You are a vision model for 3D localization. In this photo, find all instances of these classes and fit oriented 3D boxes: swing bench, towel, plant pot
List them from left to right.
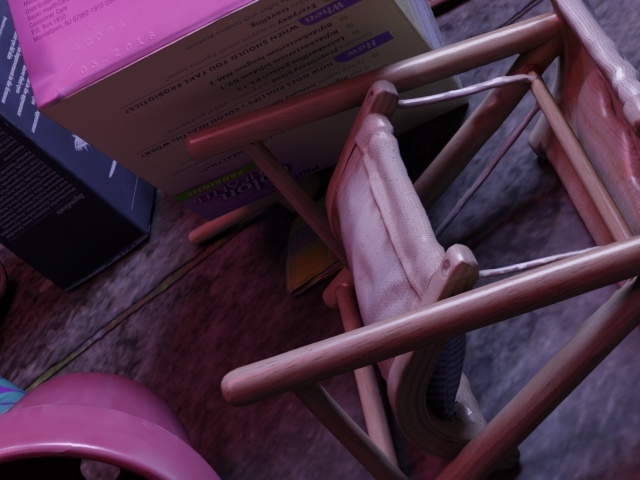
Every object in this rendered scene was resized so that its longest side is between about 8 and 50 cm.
[{"bbox_3d":[-0.142,0.170,0.878,0.201,0.201,0.180,-42,14,10],"label":"plant pot"},{"bbox_3d":[0.000,0.000,1.056,0.060,0.009,0.083,-34,32,24],"label":"towel"},{"bbox_3d":[0.080,-0.012,0.821,0.255,0.165,0.253,-34,32,13],"label":"swing bench"}]

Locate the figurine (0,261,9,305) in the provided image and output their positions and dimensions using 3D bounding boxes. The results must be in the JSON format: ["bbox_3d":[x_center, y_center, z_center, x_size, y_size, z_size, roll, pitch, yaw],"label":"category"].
[{"bbox_3d":[-0.387,0.126,1.351,0.209,0.092,0.215,-38,30,33],"label":"figurine"}]

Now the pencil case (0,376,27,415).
[{"bbox_3d":[-0.252,0.140,1.159,0.152,0.070,0.064,15,91,59],"label":"pencil case"}]

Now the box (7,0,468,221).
[{"bbox_3d":[-0.048,-0.136,0.984,0.213,0.243,0.117,-25,66,14],"label":"box"}]

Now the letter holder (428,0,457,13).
[{"bbox_3d":[0.086,-0.304,1.164,0.302,0.152,0.214,-26,38,34],"label":"letter holder"}]

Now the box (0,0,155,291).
[{"bbox_3d":[-0.244,-0.085,1.275,0.108,0.207,0.153,-32,32,26],"label":"box"}]

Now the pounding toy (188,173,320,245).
[{"bbox_3d":[-0.069,-0.090,1.167,0.181,0.094,0.206,-48,29,0],"label":"pounding toy"}]
